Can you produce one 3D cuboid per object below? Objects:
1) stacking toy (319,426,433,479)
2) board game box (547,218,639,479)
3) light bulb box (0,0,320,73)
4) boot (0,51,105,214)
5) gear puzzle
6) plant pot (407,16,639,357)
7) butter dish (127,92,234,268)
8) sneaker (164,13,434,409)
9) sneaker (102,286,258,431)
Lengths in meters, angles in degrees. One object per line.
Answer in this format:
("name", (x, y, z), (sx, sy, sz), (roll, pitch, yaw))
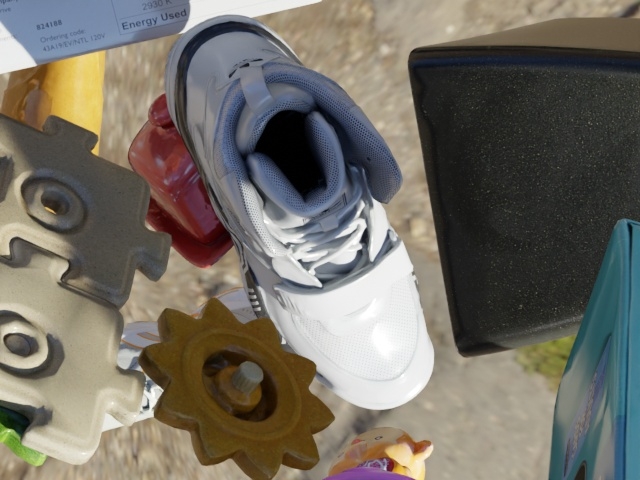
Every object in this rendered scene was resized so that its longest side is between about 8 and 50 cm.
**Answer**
("stacking toy", (0.027, 0.171, 0.869), (0.175, 0.302, 0.165), (-30, 112, 16))
("board game box", (0.181, 0.138, 0.472), (0.254, 0.336, 0.079), (16, 120, 2))
("light bulb box", (-0.211, -0.367, 1.617), (0.358, 0.225, 0.361), (-13, 121, -2))
("boot", (-0.256, -0.185, 1.881), (0.104, 0.295, 0.211), (9, 133, -20))
("gear puzzle", (-0.147, 0.009, 0.736), (0.339, 0.175, 0.044), (24, 130, -16))
("plant pot", (0.184, -0.045, 1.126), (0.167, 0.187, 0.188), (-6, 97, 38))
("butter dish", (-0.104, -0.082, 1.620), (0.160, 0.160, 0.118), (-46, 128, -3))
("sneaker", (0.000, 0.000, 1.482), (0.137, 0.210, 0.365), (-29, 108, -5))
("sneaker", (-0.144, 0.135, 1.874), (0.262, 0.121, 0.099), (-24, 124, -10))
